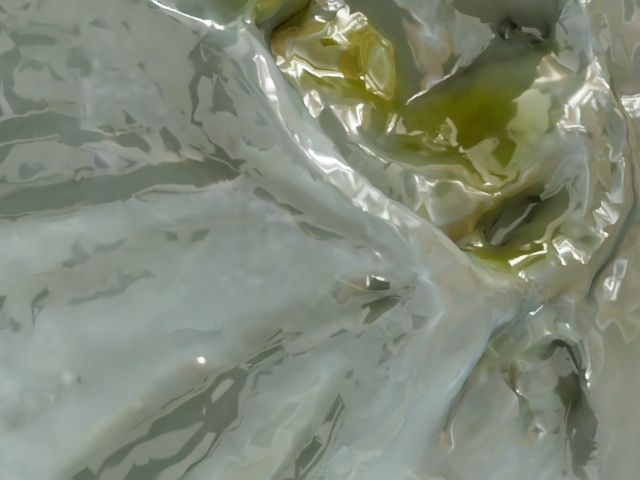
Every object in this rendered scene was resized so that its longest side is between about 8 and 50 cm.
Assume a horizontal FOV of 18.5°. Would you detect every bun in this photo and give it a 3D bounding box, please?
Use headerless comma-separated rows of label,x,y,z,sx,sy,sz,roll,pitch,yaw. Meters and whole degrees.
bun,0.000,0.000,0.612,0.211,0.362,0.362,-28,-125,55
